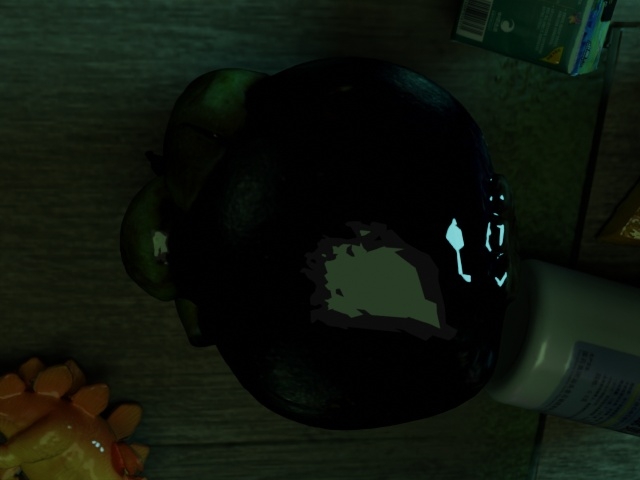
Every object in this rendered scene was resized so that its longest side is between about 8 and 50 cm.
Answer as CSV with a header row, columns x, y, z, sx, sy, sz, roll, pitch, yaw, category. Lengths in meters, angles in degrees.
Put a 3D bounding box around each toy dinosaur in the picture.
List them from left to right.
x,y,z,sx,sy,sz,roll,pitch,yaw,category
-0.188,0.142,0.715,0.117,0.070,0.288,-42,116,2,toy dinosaur

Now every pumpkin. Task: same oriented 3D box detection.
x,y,z,sx,sy,sz,roll,pitch,yaw,category
0.251,-0.023,0.698,0.073,0.035,0.101,24,113,-13,pumpkin

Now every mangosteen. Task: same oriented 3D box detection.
x,y,z,sx,sy,sz,roll,pitch,yaw,category
0.000,0.000,0.594,0.243,0.243,0.243,-2,115,-5,mangosteen

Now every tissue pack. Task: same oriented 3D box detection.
x,y,z,sx,sy,sz,roll,pitch,yaw,category
0.141,-0.165,0.602,0.085,0.079,0.111,22,114,23,tissue pack

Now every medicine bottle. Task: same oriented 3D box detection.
x,y,z,sx,sy,sz,roll,pitch,yaw,category
0.213,0.083,0.705,0.187,0.103,0.102,16,112,-13,medicine bottle
